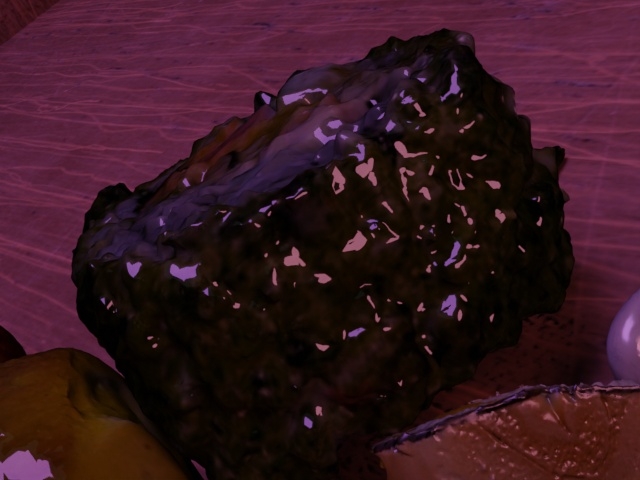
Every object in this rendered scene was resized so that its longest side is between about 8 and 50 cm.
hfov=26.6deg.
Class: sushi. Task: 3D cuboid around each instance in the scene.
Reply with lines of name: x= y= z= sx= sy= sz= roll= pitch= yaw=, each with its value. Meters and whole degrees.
sushi: x=0.000 y=0.000 z=0.853 sx=0.294 sy=0.178 sz=0.352 roll=-35 pitch=13 yaw=-5

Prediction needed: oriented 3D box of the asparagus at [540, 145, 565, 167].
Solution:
asparagus: x=0.121 y=0.003 z=0.959 sx=0.233 sy=0.023 sz=0.022 roll=-53 pitch=-14 yaw=-37

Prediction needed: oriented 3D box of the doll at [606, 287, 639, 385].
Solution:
doll: x=0.275 y=-0.037 z=0.727 sx=0.252 sy=0.111 sz=0.237 roll=-16 pitch=48 yaw=31

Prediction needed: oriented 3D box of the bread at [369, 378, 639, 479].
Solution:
bread: x=0.114 y=0.114 z=0.675 sx=0.157 sy=0.094 sz=0.083 roll=-23 pitch=-10 yaw=-7

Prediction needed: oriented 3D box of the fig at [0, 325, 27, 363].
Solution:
fig: x=-0.313 y=0.152 z=1.091 sx=0.175 sy=0.207 sz=0.175 roll=4 pitch=38 yaw=-3

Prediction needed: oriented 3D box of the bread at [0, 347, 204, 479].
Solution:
bread: x=-0.237 y=0.217 z=0.798 sx=0.377 sy=0.208 sz=0.251 roll=-26 pitch=29 yaw=7
